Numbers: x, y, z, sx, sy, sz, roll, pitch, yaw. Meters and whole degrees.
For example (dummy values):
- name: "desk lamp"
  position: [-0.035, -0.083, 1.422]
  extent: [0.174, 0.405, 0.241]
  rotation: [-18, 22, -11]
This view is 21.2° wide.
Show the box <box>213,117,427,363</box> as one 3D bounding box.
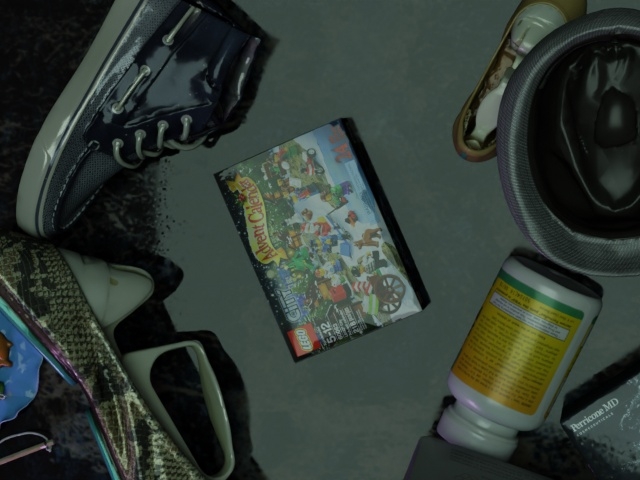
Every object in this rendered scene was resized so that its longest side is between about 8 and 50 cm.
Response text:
- name: "box"
  position: [0.000, 0.000, 1.907]
  extent: [0.159, 0.044, 0.233]
  rotation: [-24, 90, 11]

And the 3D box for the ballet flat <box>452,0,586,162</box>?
- name: "ballet flat"
  position: [0.218, -0.184, 1.838]
  extent: [0.080, 0.073, 0.232]
  rotation: [29, 99, 6]

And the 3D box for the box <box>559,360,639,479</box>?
- name: "box"
  position: [0.365, 0.212, 1.836]
  extent: [0.156, 0.093, 0.158]
  rotation: [-35, 87, 11]

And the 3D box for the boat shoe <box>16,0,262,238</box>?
- name: "boat shoe"
  position: [-0.199, -0.128, 1.887]
  extent: [0.158, 0.127, 0.340]
  rotation: [30, 99, 14]

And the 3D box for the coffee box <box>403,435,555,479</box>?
- name: "coffee box"
  position: [0.186, 0.447, 1.685]
  extent: [0.338, 0.338, 0.334]
  rotation: [19, 107, 3]

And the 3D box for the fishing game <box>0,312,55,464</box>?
- name: "fishing game"
  position: [-0.415, 0.143, 1.996]
  extent: [0.189, 0.041, 0.264]
  rotation: [-21, 91, 14]

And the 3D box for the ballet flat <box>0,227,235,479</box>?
- name: "ballet flat"
  position: [-0.224, 0.147, 1.919]
  extent: [0.182, 0.164, 0.483]
  rotation: [-33, 95, -8]

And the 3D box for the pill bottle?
- name: "pill bottle"
  position: [0.209, 0.132, 1.844]
  extent: [0.118, 0.117, 0.208]
  rotation: [26, 99, 7]

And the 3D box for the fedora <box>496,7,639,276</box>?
- name: "fedora"
  position: [0.311, -0.106, 1.801]
  extent: [0.244, 0.124, 0.275]
  rotation: [-8, 96, 12]
